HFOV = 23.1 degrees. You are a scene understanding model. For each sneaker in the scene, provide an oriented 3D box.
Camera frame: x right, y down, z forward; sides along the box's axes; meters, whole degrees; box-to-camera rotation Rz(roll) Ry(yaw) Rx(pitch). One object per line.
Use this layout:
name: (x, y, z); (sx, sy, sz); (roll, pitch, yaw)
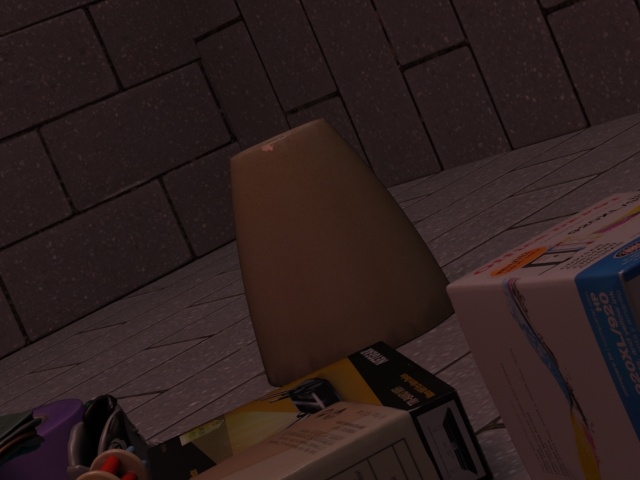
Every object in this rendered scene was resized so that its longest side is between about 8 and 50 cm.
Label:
sneaker: (-0.165, 0.197, 1.500); (0.086, 0.132, 0.228); (-20, 7, 28)

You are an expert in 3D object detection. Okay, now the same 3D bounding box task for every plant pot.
plant pot: (0.000, 0.000, 1.912); (0.256, 0.274, 0.256); (-23, 7, 3)

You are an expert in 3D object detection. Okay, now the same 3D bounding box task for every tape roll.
tape roll: (-0.381, 0.279, 1.793); (0.274, 0.090, 0.275); (-22, 6, 3)

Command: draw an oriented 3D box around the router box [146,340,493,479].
router box: (-0.015, 0.184, 1.301); (0.243, 0.081, 0.309); (-25, 6, -7)

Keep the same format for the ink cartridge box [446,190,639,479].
ink cartridge box: (0.227, 0.065, 1.030); (0.171, 0.168, 0.232); (-26, 6, -21)

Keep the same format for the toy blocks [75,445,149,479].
toy blocks: (-0.177, 0.238, 1.283); (0.054, 0.123, 0.148); (10, 14, 9)

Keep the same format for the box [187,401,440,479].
box: (-0.072, 0.224, 0.901); (0.311, 0.148, 0.121); (-24, 6, -19)

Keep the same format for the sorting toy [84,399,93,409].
sorting toy: (-0.314, 0.247, 2.084); (0.061, 0.042, 0.102); (-40, 21, -8)

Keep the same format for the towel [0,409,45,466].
towel: (-0.471, 0.296, 1.554); (0.271, 0.040, 0.370); (-14, 21, 48)
